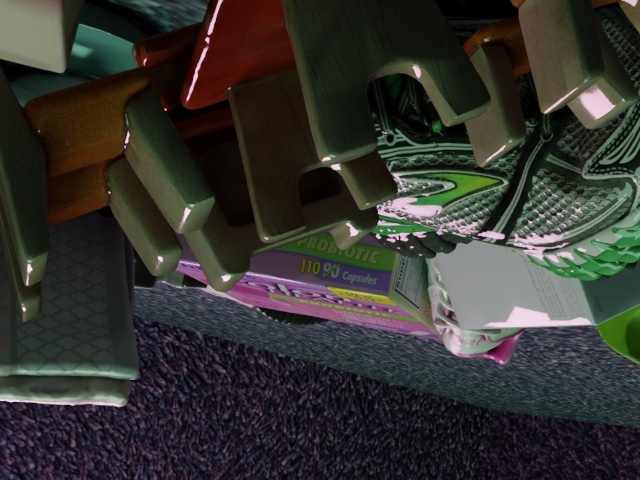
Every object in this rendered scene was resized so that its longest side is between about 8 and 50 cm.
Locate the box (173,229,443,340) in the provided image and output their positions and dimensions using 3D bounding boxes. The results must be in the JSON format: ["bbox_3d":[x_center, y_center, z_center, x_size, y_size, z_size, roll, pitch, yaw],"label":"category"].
[{"bbox_3d":[0.000,0.000,1.185,0.214,0.117,0.243,9,170,18],"label":"box"}]

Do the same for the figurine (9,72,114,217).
[{"bbox_3d":[-0.103,-0.070,0.987,0.209,0.092,0.215,1,176,16],"label":"figurine"}]

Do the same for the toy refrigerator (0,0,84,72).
[{"bbox_3d":[-0.131,-0.154,0.496,0.094,0.102,0.269,14,171,-8],"label":"toy refrigerator"}]

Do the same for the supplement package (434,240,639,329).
[{"bbox_3d":[0.154,-0.008,0.862,0.105,0.105,0.179,-23,-177,-21],"label":"supplement package"}]

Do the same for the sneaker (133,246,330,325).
[{"bbox_3d":[-0.110,-0.001,1.400,0.330,0.122,0.146,17,-172,-31],"label":"sneaker"}]

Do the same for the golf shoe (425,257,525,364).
[{"bbox_3d":[0.137,0.023,1.087,0.115,0.140,0.306,11,169,20],"label":"golf shoe"}]

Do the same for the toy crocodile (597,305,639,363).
[{"bbox_3d":[0.360,0.033,0.898,0.341,0.105,0.115,1,167,16],"label":"toy crocodile"}]

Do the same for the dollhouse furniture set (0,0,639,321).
[{"bbox_3d":[-0.018,-0.072,0.544,0.262,0.135,0.259,-19,172,-16],"label":"dollhouse furniture set"}]

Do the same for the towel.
[{"bbox_3d":[-0.306,-0.007,1.058,0.317,0.053,0.332,8,-144,-17],"label":"towel"}]

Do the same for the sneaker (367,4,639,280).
[{"bbox_3d":[0.074,-0.059,0.698,0.146,0.134,0.343,24,164,-28],"label":"sneaker"}]

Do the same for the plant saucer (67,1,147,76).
[{"bbox_3d":[-0.161,-0.137,0.875,0.119,0.021,0.119,12,171,2],"label":"plant saucer"}]
